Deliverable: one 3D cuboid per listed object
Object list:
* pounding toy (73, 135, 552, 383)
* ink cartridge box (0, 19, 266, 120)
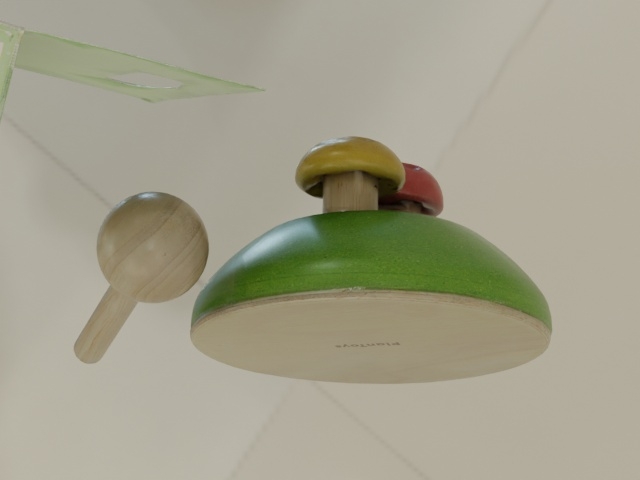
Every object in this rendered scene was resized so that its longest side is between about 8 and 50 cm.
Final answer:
[{"bbox_3d":[0.000,0.000,0.935,0.237,0.183,0.110,5,72,-12],"label":"pounding toy"},{"bbox_3d":[-0.167,-0.076,0.867,0.171,0.235,0.056,6,81,66],"label":"ink cartridge box"}]
